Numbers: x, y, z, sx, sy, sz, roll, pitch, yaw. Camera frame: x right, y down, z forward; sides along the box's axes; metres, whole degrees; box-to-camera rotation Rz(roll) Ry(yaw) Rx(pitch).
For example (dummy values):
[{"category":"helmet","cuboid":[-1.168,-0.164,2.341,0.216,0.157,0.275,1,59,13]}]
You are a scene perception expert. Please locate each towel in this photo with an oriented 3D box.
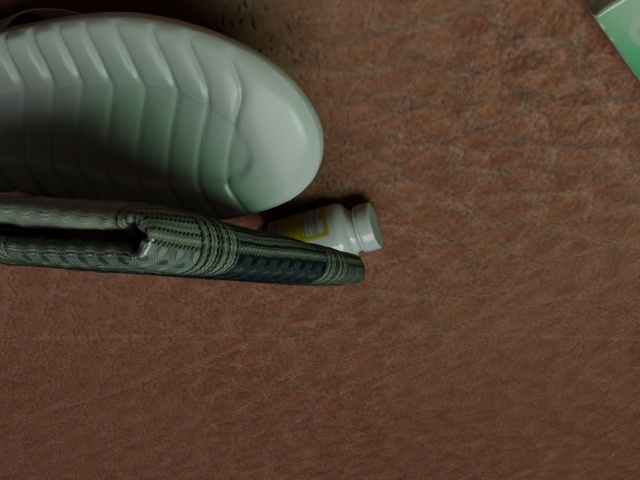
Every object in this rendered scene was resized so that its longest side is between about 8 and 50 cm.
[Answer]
[{"category":"towel","cuboid":[-0.166,0.000,0.726,0.324,0.056,0.312,1,176,29]}]

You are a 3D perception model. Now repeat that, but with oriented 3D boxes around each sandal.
[{"category":"sandal","cuboid":[-0.199,-0.115,0.704,0.417,0.102,0.169,5,127,10]}]

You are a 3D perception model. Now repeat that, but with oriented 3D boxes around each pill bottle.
[{"category":"pill bottle","cuboid":[0.000,0.000,0.877,0.116,0.065,0.065,-15,140,15]}]

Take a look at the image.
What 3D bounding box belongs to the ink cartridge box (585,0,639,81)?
[{"category":"ink cartridge box","cuboid":[0.343,-0.191,0.675,0.225,0.056,0.181,-28,136,30]}]
